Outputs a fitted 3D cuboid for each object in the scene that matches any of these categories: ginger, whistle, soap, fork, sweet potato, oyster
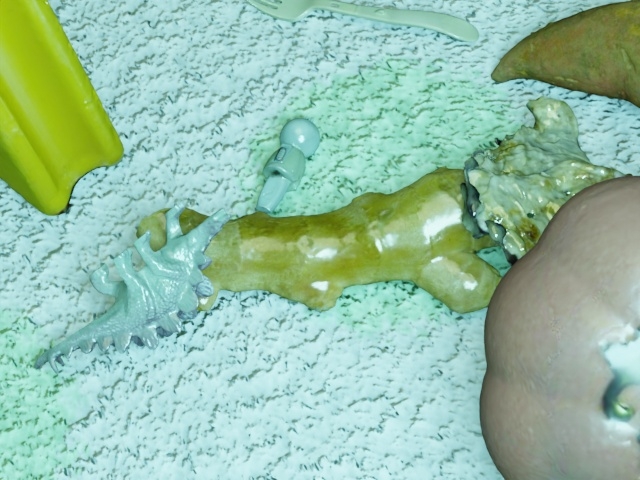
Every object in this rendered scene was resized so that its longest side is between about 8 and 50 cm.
[{"bbox_3d":[0.001,0.001,1.449,0.299,0.065,0.118,-1,73,9],"label":"ginger"},{"bbox_3d":[-0.027,-0.064,1.513,0.035,0.035,0.100,16,61,18],"label":"whistle"},{"bbox_3d":[-0.290,-0.171,1.458,0.204,0.324,0.096,37,74,29],"label":"soap"},{"bbox_3d":[0.033,-0.201,1.603,0.219,0.028,0.034,12,53,12],"label":"fork"},{"bbox_3d":[0.307,-0.129,1.464,0.354,0.095,0.106,21,104,24],"label":"sweet potato"},{"bbox_3d":[0.180,-0.045,1.416,0.163,0.081,0.191,12,45,-29],"label":"oyster"}]

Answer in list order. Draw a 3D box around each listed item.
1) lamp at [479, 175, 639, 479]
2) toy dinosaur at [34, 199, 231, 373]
[{"bbox_3d":[0.255,0.092,1.248,0.305,0.239,0.305,0,99,-2],"label":"lamp"},{"bbox_3d":[-0.145,0.047,1.425,0.209,0.039,0.082,-37,92,13],"label":"toy dinosaur"}]
